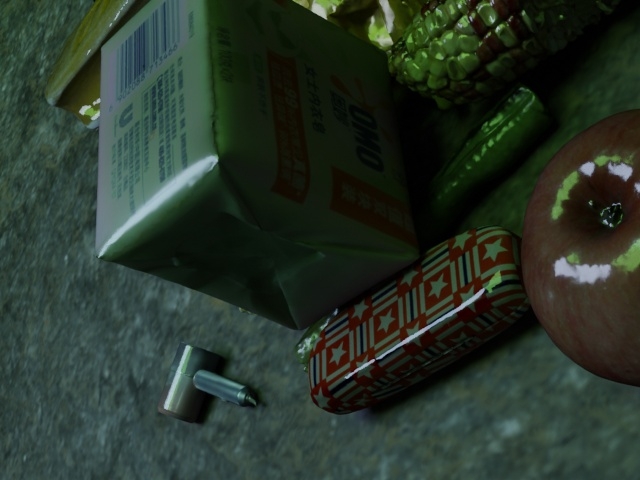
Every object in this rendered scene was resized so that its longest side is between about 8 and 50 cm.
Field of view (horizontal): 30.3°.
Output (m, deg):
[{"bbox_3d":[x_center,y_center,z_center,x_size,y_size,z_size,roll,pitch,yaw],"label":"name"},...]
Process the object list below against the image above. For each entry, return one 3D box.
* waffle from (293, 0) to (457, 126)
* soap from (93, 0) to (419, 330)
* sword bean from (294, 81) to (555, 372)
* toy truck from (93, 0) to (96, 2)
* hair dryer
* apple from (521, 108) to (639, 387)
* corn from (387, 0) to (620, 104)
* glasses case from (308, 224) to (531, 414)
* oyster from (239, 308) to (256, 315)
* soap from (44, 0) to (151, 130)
[{"bbox_3d":[0.020,-0.288,0.941,0.379,0.095,0.382,23,107,35],"label":"waffle"},{"bbox_3d":[-0.046,-0.064,0.819,0.138,0.182,0.199,-35,46,35],"label":"soap"},{"bbox_3d":[0.068,-0.003,0.851,0.269,0.038,0.043,-50,11,20],"label":"sword bean"},{"bbox_3d":[-0.258,-0.329,1.496,0.078,0.080,0.154,-36,34,-7],"label":"toy truck"},{"bbox_3d":[-0.088,0.126,0.983,0.114,0.037,0.063,11,79,49],"label":"hair dryer"},{"bbox_3d":[0.176,0.002,0.621,0.153,0.120,0.153,-32,45,38],"label":"apple"},{"bbox_3d":[0.164,-0.188,0.774,0.290,0.098,0.098,-40,40,24],"label":"corn"},{"bbox_3d":[0.068,0.055,0.798,0.194,0.049,0.073,-35,40,36],"label":"glasses case"},{"bbox_3d":[0.003,0.002,0.920,0.166,0.053,0.108,-58,35,8],"label":"oyster"},{"bbox_3d":[-0.188,-0.264,1.307,0.274,0.089,0.173,-44,25,29],"label":"soap"}]
